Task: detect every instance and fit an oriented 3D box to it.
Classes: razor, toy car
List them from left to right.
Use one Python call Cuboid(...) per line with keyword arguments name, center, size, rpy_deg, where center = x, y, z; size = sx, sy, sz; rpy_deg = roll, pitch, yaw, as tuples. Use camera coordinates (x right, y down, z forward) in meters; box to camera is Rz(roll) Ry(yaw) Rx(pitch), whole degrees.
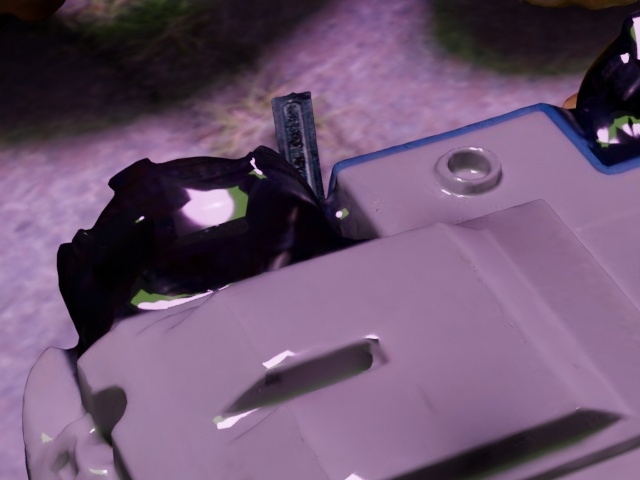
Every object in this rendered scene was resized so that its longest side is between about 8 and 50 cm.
Cuboid(name="razor", center=(-0.001, -0.005, 0.664), size=(0.066, 0.033, 0.190), rpy_deg=(-12, 39, 2))
Cuboid(name="toy car", center=(0.076, 0.058, 0.465), size=(0.314, 0.166, 0.198), rpy_deg=(-18, 46, -18))

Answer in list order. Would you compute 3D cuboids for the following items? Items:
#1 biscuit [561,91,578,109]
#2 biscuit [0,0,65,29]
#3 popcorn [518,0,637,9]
Cuboid(name="biscuit", center=(0.178, -0.016, 0.621), size=(0.289, 0.044, 0.202), rpy_deg=(-5, 41, 8))
Cuboid(name="biscuit", center=(-0.111, -0.220, 0.822), size=(0.332, 0.103, 0.332), rpy_deg=(-29, 27, 16))
Cuboid(name="popcorn", center=(0.113, -0.197, 0.723), size=(0.198, 0.212, 0.198), rpy_deg=(-4, 59, 6))
